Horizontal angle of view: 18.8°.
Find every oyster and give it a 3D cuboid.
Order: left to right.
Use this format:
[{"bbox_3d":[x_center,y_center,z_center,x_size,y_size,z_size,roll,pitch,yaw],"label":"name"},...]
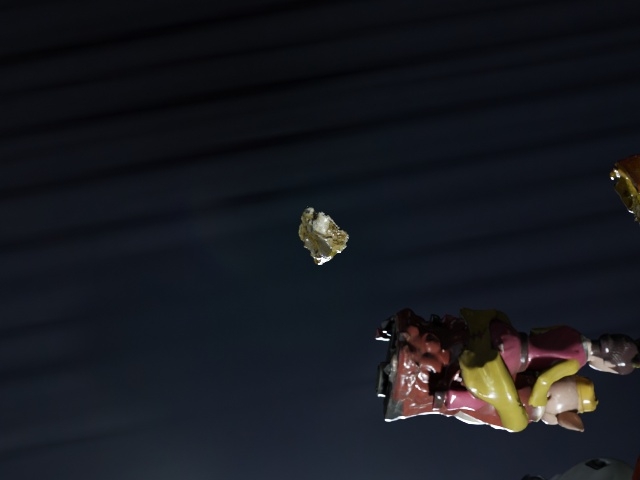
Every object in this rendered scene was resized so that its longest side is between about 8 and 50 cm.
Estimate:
[{"bbox_3d":[0.003,0.001,2.180,0.034,0.051,0.093,-63,145,-31],"label":"oyster"}]

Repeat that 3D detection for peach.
[{"bbox_3d":[0.274,-0.030,1.520,0.098,0.061,0.098,60,1,-1],"label":"peach"}]

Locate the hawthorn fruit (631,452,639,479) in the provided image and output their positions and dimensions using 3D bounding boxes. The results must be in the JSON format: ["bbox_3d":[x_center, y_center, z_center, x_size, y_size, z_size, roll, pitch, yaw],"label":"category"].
[{"bbox_3d":[0.326,0.235,1.427,0.242,0.242,0.271,92,18,-73],"label":"hawthorn fruit"}]

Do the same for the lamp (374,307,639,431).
[{"bbox_3d":[0.179,0.123,1.792,0.118,0.253,0.118,-177,-90,-85],"label":"lamp"}]

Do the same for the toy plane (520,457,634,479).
[{"bbox_3d":[0.279,0.355,2.265,0.118,0.252,0.252,52,8,-22],"label":"toy plane"}]
